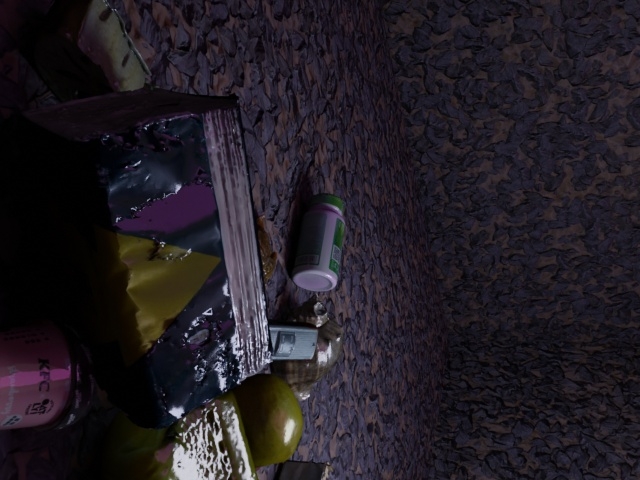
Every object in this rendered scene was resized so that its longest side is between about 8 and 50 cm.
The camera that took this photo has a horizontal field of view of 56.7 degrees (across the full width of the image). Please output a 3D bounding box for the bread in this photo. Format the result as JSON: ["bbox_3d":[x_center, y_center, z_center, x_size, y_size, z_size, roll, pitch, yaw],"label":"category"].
[{"bbox_3d":[-0.232,0.423,1.000,0.251,0.208,0.377,-35,119,-56],"label":"bread"}]

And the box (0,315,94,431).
[{"bbox_3d":[-0.390,0.172,0.752,0.135,0.151,0.151,10,77,-58],"label":"box"}]

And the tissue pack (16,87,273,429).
[{"bbox_3d":[-0.237,0.005,0.845,0.253,0.264,0.417,-22,121,-37],"label":"tissue pack"}]

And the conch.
[{"bbox_3d":[-0.021,0.291,1.592,0.210,0.158,0.291,-5,93,-69],"label":"conch"}]

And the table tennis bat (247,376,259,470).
[{"bbox_3d":[-0.165,0.431,1.410,0.138,0.022,0.247,-38,123,-64],"label":"table tennis bat"}]

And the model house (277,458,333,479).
[{"bbox_3d":[-0.030,0.716,1.495,0.271,0.178,0.206,-69,149,-51],"label":"model house"}]

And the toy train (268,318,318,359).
[{"bbox_3d":[-0.124,0.222,1.325,0.409,0.089,0.086,15,88,-51],"label":"toy train"}]

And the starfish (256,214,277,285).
[{"bbox_3d":[-0.165,0.046,1.374,0.375,0.094,0.327,37,51,-68],"label":"starfish"}]

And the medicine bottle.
[{"bbox_3d":[0.000,0.000,1.724,0.133,0.133,0.274,53,40,-52],"label":"medicine bottle"}]

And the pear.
[{"bbox_3d":[-0.133,0.382,1.274,0.200,0.200,0.200,-4,90,-67],"label":"pear"}]

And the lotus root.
[{"bbox_3d":[-0.349,-0.271,0.930,0.235,0.138,0.119,61,39,-47],"label":"lotus root"}]
